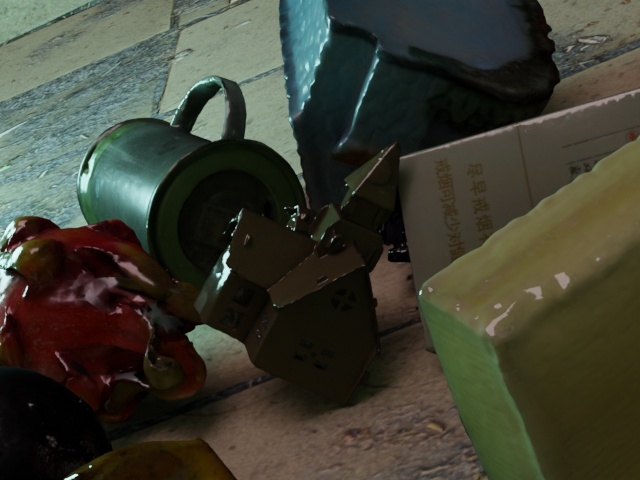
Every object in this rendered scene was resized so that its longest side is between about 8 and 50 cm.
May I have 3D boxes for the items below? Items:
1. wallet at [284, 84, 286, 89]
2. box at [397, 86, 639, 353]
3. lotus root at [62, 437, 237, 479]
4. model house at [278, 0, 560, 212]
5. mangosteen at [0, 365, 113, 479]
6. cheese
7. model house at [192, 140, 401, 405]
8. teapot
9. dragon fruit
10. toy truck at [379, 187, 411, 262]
[{"bbox_3d":[0.043,-0.211,2.158,0.170,0.069,0.231,-22,25,-5],"label":"wallet"},{"bbox_3d":[0.257,-0.028,1.430,0.365,0.204,0.051,-15,-17,23],"label":"box"},{"bbox_3d":[-0.170,0.278,1.224,0.291,0.193,0.193,-36,26,-32],"label":"lotus root"},{"bbox_3d":[0.077,-0.158,1.836,0.297,0.339,0.360,15,34,-17],"label":"model house"},{"bbox_3d":[-0.313,0.241,1.436,0.250,0.211,0.211,-47,12,30],"label":"mangosteen"},{"bbox_3d":[0.235,0.074,1.162,0.265,0.242,0.124,-34,34,-18],"label":"cheese"},{"bbox_3d":[0.000,0.000,1.504,0.248,0.176,0.181,-61,19,13],"label":"model house"},{"bbox_3d":[-0.167,-0.075,1.872,0.337,0.200,0.270,23,96,61],"label":"teapot"},{"bbox_3d":[-0.245,0.092,1.636,0.307,0.243,0.227,34,62,14],"label":"dragon fruit"},{"bbox_3d":[0.167,-0.025,1.603,0.125,0.101,0.242,4,-3,-43],"label":"toy truck"}]
